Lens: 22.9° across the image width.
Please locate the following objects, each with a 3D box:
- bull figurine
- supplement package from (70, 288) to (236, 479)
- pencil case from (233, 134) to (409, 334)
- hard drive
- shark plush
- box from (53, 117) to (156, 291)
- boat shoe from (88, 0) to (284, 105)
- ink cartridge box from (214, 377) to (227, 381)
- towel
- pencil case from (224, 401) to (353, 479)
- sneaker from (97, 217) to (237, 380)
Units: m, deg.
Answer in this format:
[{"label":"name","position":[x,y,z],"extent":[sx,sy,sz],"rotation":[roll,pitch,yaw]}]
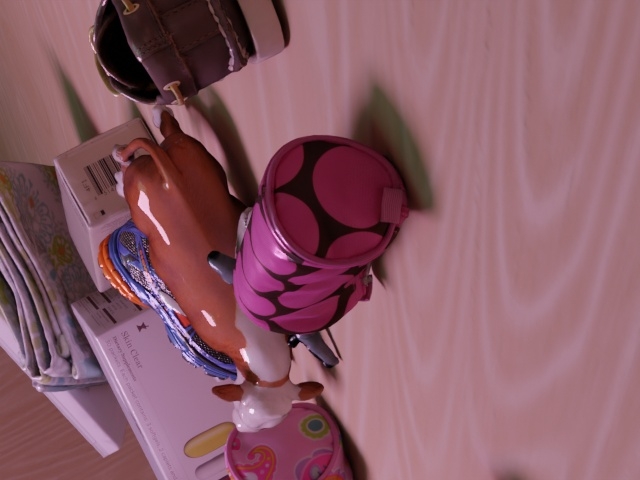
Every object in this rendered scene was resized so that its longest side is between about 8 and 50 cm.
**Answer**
[{"label":"bull figurine","position":[-0.098,0.024,1.421],"extent":[0.188,0.101,0.310],"rotation":[47,160,58]},{"label":"supplement package","position":[-0.173,0.176,1.934],"extent":[0.261,0.145,0.204],"rotation":[65,168,-15]},{"label":"pencil case","position":[0.000,0.000,1.019],"extent":[0.209,0.098,0.095],"rotation":[116,170,-75]},{"label":"hard drive","position":[-0.363,0.125,2.145],"extent":[0.307,0.040,0.203],"rotation":[52,-162,-24]},{"label":"shark plush","position":[-0.033,0.045,1.325],"extent":[0.067,0.073,0.161],"rotation":[-7,108,44]},{"label":"box","position":[-0.229,-0.035,1.804],"extent":[0.094,0.113,0.275],"rotation":[60,166,11]},{"label":"boat shoe","position":[-0.117,-0.150,1.141],"extent":[0.116,0.097,0.324],"rotation":[65,167,-13]},{"label":"ink cartridge box","position":[-0.126,0.061,1.697],"extent":[0.109,0.063,0.150],"rotation":[36,150,62]},{"label":"towel","position":[-0.334,0.042,2.143],"extent":[0.320,0.090,0.374],"rotation":[64,-163,9]},{"label":"pencil case","position":[-0.020,0.277,1.607],"extent":[0.124,0.124,0.284],"rotation":[53,166,35]},{"label":"sneaker","position":[-0.120,0.056,1.562],"extent":[0.221,0.083,0.087],"rotation":[39,128,-2]}]
